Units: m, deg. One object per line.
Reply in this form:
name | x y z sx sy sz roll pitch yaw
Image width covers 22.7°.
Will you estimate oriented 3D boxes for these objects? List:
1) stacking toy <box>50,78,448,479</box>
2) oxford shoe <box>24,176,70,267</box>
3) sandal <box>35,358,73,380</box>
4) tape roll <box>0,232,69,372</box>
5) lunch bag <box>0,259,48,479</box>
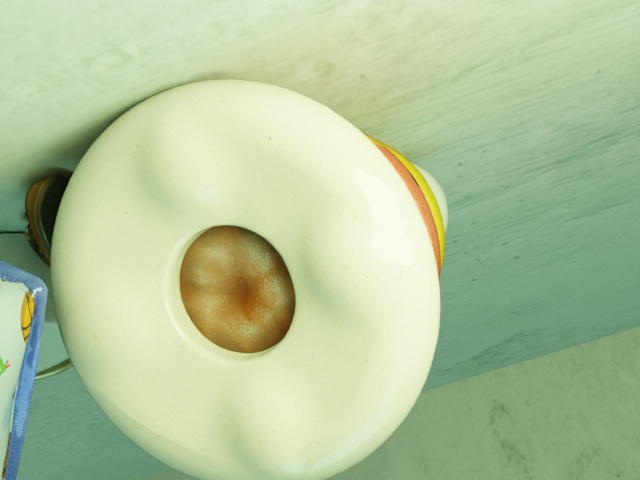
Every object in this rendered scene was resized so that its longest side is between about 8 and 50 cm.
stacking toy | 0.000 0.000 1.504 0.350 0.351 0.480 -22 -176 24
oxford shoe | -0.252 -0.006 1.516 0.076 0.076 0.212 21 161 13
sandal | -0.277 0.085 1.867 0.240 0.088 0.079 -18 136 -19
tape roll | -0.386 0.086 1.650 0.286 0.100 0.286 -14 166 -4
lunch bag | -0.407 0.215 1.311 0.328 0.239 0.386 -31 142 -57
